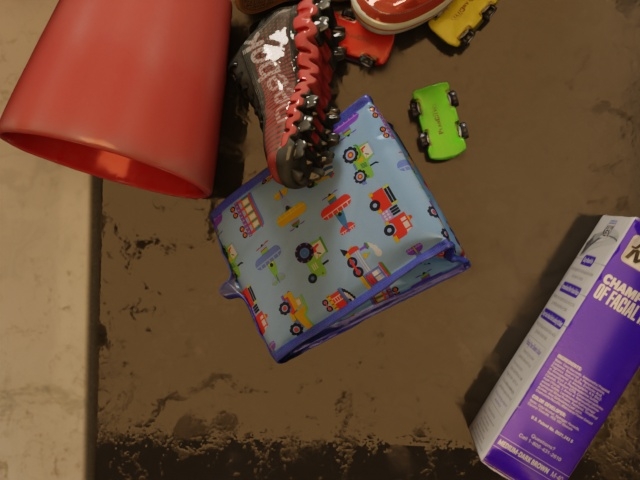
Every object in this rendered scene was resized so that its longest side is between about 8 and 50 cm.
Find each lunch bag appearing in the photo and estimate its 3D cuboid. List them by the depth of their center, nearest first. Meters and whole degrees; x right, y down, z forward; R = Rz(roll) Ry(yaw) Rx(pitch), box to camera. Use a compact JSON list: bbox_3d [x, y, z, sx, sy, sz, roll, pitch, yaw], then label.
[{"bbox_3d":[0.000,0.000,1.382,0.293,0.138,0.221,-30,70,9],"label":"lunch bag"}]

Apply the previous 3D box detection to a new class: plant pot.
[{"bbox_3d":[-0.233,-0.204,1.357,0.275,0.275,0.243,14,84,2],"label":"plant pot"}]

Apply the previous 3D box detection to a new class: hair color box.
[{"bbox_3d":[0.319,0.136,1.365,0.110,0.185,0.339,30,94,1],"label":"hair color box"}]

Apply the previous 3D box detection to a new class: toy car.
[{"bbox_3d":[0.133,-0.209,1.421,0.239,0.053,0.225,-15,85,4],"label":"toy car"}]

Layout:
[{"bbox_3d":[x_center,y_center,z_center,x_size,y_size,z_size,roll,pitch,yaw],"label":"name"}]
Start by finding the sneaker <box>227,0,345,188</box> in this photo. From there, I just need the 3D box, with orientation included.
[{"bbox_3d":[-0.047,-0.174,1.334,0.135,0.097,0.276,-7,57,18],"label":"sneaker"}]

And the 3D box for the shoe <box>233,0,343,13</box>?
[{"bbox_3d":[-0.019,-0.340,1.404,0.219,0.058,0.076,-16,133,-24],"label":"shoe"}]

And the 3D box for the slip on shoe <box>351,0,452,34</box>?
[{"bbox_3d":[0.161,-0.388,1.370,0.331,0.101,0.123,-44,70,-5],"label":"slip on shoe"}]
